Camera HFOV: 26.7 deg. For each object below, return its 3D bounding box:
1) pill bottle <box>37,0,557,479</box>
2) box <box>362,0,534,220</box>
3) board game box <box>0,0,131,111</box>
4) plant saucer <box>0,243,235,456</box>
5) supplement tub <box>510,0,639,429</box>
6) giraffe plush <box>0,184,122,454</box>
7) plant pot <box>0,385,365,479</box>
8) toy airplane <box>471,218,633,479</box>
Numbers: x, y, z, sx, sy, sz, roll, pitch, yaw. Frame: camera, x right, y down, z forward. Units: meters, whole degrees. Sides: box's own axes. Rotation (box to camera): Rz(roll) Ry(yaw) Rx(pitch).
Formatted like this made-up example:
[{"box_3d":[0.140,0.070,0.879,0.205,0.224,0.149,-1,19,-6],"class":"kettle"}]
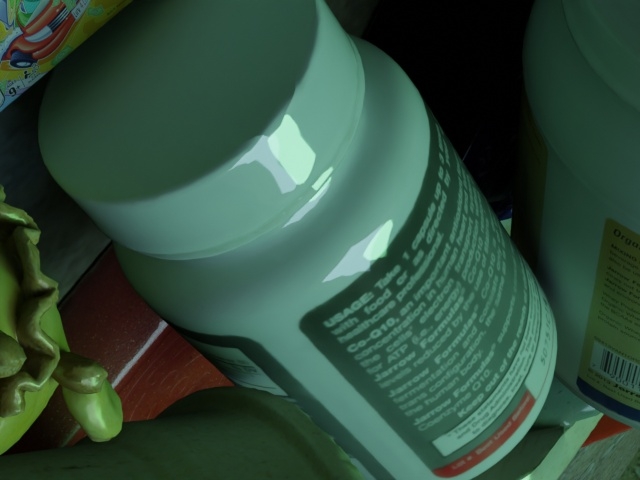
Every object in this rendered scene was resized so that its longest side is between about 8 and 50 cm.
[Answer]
[{"box_3d":[0.000,0.000,0.661,0.161,0.161,0.283,-48,138,-8],"class":"pill bottle"},{"box_3d":[0.126,-0.139,0.844,0.184,0.103,0.261,-17,140,-57],"class":"box"},{"box_3d":[-0.099,-0.128,0.531,0.154,0.026,0.103,-44,156,-17],"class":"board game box"},{"box_3d":[-0.091,0.085,0.836,0.259,0.048,0.258,-51,157,-3],"class":"plant saucer"},{"box_3d":[0.220,-0.050,0.728,0.228,0.228,0.316,-43,154,-19],"class":"supplement tub"},{"box_3d":[-0.157,0.024,0.461,0.181,0.170,0.210,-17,139,-53],"class":"giraffe plush"},{"box_3d":[-0.170,0.219,0.537,0.306,0.334,0.333,6,123,-32],"class":"plant pot"},{"box_3d":[0.180,0.062,1.021,0.384,0.272,0.386,-33,-174,-12],"class":"toy airplane"}]
